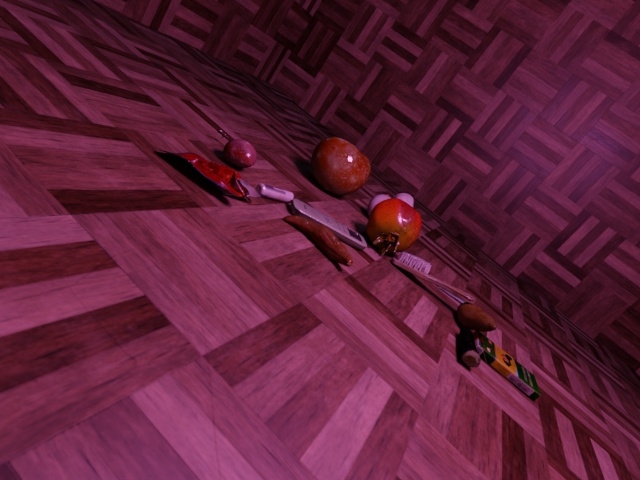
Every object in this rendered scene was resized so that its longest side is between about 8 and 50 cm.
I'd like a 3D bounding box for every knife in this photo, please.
[{"bbox_3d":[0.540,0.227,1.679,0.210,0.015,0.028,34,26,-4],"label":"knife"}]

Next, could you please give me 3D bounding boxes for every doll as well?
[{"bbox_3d":[0.310,-0.117,1.867,0.221,0.221,0.251,29,48,-21],"label":"doll"}]

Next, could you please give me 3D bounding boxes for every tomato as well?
[{"bbox_3d":[0.077,-0.315,1.833,0.270,0.222,0.270,34,-1,1],"label":"tomato"}]

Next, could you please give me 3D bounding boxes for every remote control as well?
[{"bbox_3d":[0.030,-0.050,1.414,0.309,0.038,0.090,28,21,-24],"label":"remote control"}]

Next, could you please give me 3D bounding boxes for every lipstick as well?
[{"bbox_3d":[-0.147,-0.151,1.343,0.141,0.040,0.040,11,32,-50],"label":"lipstick"}]

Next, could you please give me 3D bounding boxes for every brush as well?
[{"bbox_3d":[0.415,0.128,1.521,0.327,0.065,0.070,29,10,18],"label":"brush"}]

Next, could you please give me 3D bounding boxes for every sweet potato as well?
[{"bbox_3d":[0.004,-0.006,1.244,0.255,0.058,0.078,38,39,17],"label":"sweet potato"},{"bbox_3d":[0.535,0.266,1.474,0.108,0.079,0.346,20,6,13],"label":"sweet potato"}]

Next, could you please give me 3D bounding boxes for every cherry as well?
[{"bbox_3d":[-0.294,-0.309,1.396,0.225,0.090,0.107,38,32,30],"label":"cherry"}]

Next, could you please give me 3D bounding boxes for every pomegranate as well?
[{"bbox_3d":[0.273,-0.049,1.587,0.210,0.210,0.235,35,43,-4],"label":"pomegranate"}]

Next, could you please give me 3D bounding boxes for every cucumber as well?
[{"bbox_3d":[0.440,0.311,1.254,0.052,0.058,0.215,5,11,13],"label":"cucumber"}]

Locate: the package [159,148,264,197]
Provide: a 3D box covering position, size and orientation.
[{"bbox_3d":[-0.286,-0.188,1.156,0.269,0.071,0.194,36,5,10],"label":"package"}]

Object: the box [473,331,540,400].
[{"bbox_3d":[0.592,0.396,1.348,0.235,0.034,0.132,39,20,8],"label":"box"}]
